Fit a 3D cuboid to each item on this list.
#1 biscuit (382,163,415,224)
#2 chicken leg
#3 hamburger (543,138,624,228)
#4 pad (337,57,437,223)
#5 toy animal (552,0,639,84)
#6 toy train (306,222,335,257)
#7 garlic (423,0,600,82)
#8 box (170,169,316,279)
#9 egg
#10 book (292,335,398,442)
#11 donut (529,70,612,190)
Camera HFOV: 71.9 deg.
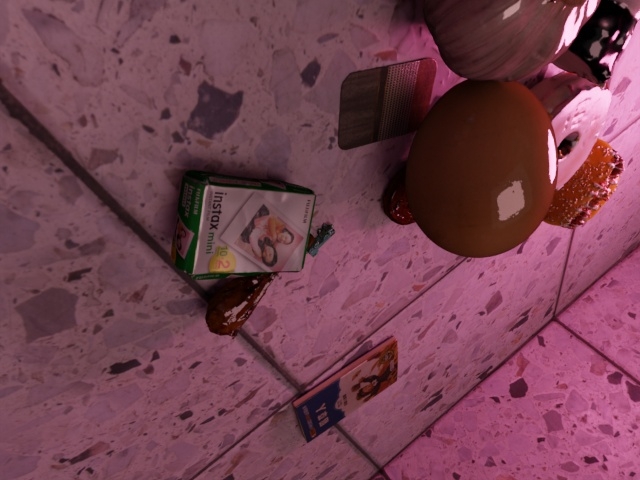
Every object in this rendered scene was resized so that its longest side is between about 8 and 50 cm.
[{"bbox_3d":[0.241,-0.123,1.119,0.191,0.049,0.192,-16,131,-20],"label":"biscuit"},{"bbox_3d":[-0.131,0.085,0.966,0.304,0.093,0.113,-45,159,-11],"label":"chicken leg"},{"bbox_3d":[0.802,-0.185,1.406,0.295,0.227,0.151,-60,168,19],"label":"hamburger"},{"bbox_3d":[0.154,-0.211,0.961,0.249,0.055,0.324,-21,118,-26],"label":"pad"},{"bbox_3d":[0.611,-0.518,0.978,0.212,0.212,0.267,10,113,-45],"label":"toy animal"},{"bbox_3d":[0.000,0.000,1.038,0.092,0.029,0.045,-44,148,-2],"label":"toy train"},{"bbox_3d":[0.312,-0.425,0.765,0.316,0.259,0.318,-1,94,-17],"label":"garlic"},{"bbox_3d":[-0.138,-0.027,0.806,0.249,0.103,0.180,-1,107,-40],"label":"box"},{"bbox_3d":[0.330,-0.149,0.929,0.300,0.301,0.375,-9,101,-35],"label":"egg"},{"bbox_3d":[0.104,0.538,1.586,0.427,0.039,0.300,-29,138,-18],"label":"book"},{"bbox_3d":[0.628,-0.287,1.229,0.382,0.142,0.383,-24,137,-24],"label":"donut"}]
